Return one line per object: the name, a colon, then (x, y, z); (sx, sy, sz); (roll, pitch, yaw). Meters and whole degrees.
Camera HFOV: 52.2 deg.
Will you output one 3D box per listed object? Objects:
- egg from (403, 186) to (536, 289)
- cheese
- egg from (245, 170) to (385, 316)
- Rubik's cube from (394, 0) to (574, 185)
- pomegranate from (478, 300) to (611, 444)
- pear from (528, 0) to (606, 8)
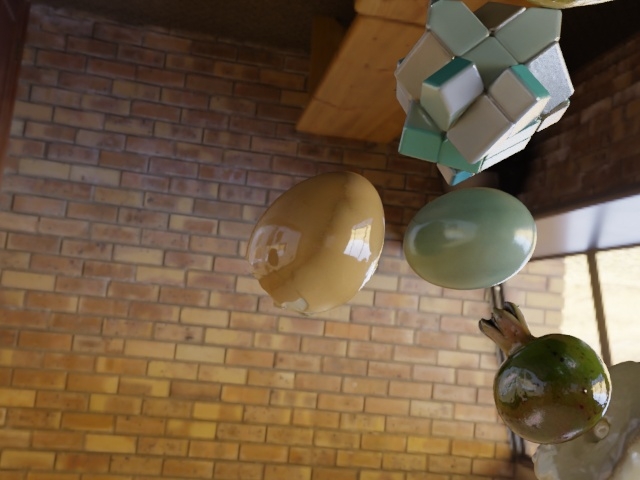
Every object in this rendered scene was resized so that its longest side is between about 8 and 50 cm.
egg: (0.242, -0.001, 1.082); (0.231, 0.168, 0.168); (-14, 162, 42)
cheese: (0.510, 0.324, 1.062); (0.251, 0.247, 0.173); (22, -175, -19)
egg: (0.000, 0.000, 1.042); (0.201, 0.244, 0.201); (35, -176, -3)
Rubik's cube: (0.211, -0.218, 0.919); (0.265, 0.224, 0.213); (-29, 168, -1)
pomegranate: (0.208, 0.124, 0.628); (0.114, 0.142, 0.114); (-32, 164, -10)
pear: (0.382, -0.492, 0.910); (0.348, 0.348, 0.348); (6, 174, 1)
